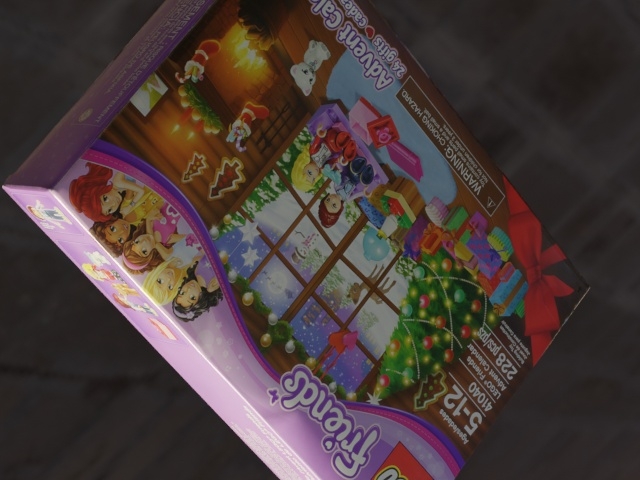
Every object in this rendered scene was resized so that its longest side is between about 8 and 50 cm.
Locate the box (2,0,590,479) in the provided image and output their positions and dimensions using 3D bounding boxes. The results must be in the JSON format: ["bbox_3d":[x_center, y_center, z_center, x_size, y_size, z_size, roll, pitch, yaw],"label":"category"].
[{"bbox_3d":[0.000,0.000,1.021,0.201,0.293,0.057,-52,-150,-20],"label":"box"}]
